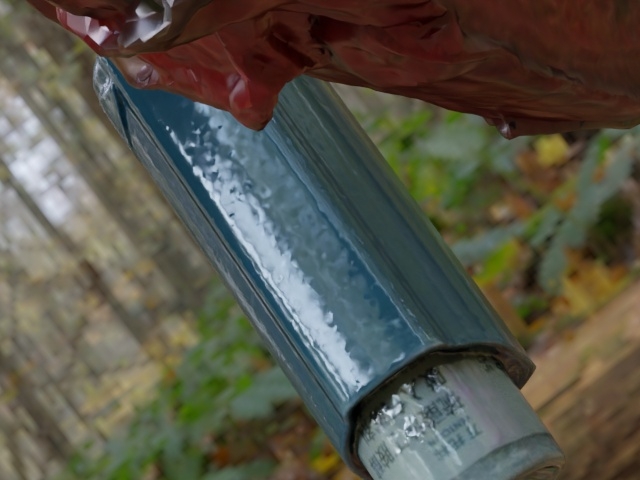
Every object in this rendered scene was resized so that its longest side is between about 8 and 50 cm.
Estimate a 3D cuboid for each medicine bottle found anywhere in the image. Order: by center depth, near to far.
[{"bbox_3d":[0.000,0.000,0.765,0.079,0.258,0.124,-37,-22,6],"label":"medicine bottle"}]

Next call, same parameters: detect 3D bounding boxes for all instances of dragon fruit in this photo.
[{"bbox_3d":[-0.069,-0.134,0.359,0.152,0.317,0.205,-12,14,31],"label":"dragon fruit"}]
